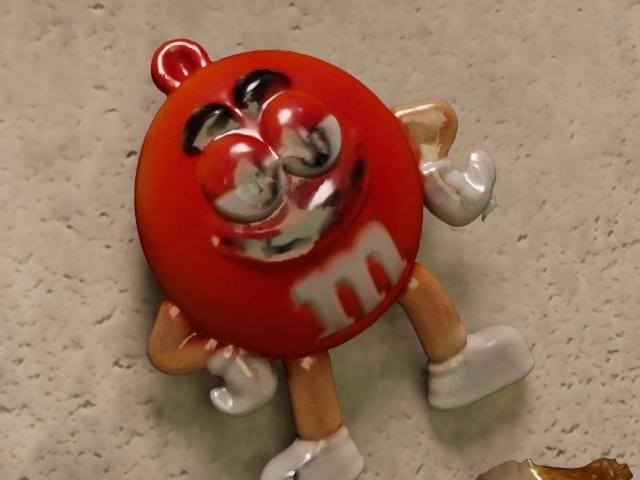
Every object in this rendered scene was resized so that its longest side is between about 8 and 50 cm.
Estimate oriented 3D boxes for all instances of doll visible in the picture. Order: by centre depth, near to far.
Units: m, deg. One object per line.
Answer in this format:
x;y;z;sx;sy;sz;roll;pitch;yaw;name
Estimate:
0.000;0.000;0.770;0.183;0.085;0.217;-30;105;-18;doll

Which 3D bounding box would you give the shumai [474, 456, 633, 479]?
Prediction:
0.101;0.156;0.782;0.145;0.145;0.116;-9;65;-20;shumai
